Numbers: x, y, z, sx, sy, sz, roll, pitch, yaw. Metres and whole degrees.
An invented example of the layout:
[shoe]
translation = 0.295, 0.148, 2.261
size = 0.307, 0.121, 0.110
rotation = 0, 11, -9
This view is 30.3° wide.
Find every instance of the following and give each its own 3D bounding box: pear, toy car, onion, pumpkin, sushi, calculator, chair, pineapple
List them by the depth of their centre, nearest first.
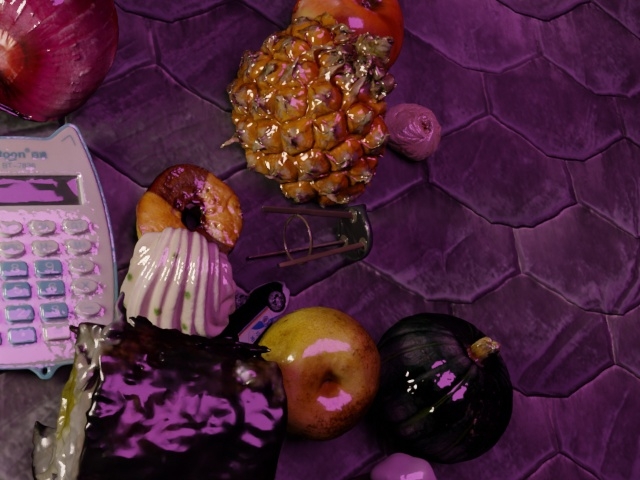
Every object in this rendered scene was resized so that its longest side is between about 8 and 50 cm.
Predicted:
[sushi]
translation = -0.203, 0.246, 1.537
size = 0.294, 0.299, 0.281
rotation = 16, 69, -19
[calculator]
translation = -0.421, 0.014, 1.694
size = 0.256, 0.054, 0.386
rotation = -2, 68, -30
[onion]
translation = -0.419, -0.329, 1.750
size = 0.256, 0.230, 0.272
rotation = 11, 42, -31
[pear]
translation = -0.011, 0.194, 1.753
size = 0.197, 0.197, 0.197
rotation = 13, 60, -23
[toy car]
translation = -0.119, 0.131, 1.778
size = 0.205, 0.095, 0.056
rotation = -43, 114, -38
[pumpkin]
translation = 0.196, 0.218, 1.835
size = 0.250, 0.216, 0.250
rotation = 37, 25, -20
[pineapple]
translation = -0.025, -0.236, 1.897
size = 0.209, 0.286, 0.344
rotation = -19, 75, -35
[chair]
translation = -0.001, -0.001, 1.898
size = 0.221, 0.104, 0.095
rotation = -10, 45, -37

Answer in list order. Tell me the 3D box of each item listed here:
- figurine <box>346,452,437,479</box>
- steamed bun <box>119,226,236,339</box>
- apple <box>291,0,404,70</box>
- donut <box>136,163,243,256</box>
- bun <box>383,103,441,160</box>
[figurine]
translation = 0.080, 0.498, 1.639
size = 0.206, 0.218, 0.365
rotation = 38, 50, -46
[steamed bun]
translation = -0.206, 0.074, 1.695
size = 0.183, 0.183, 0.106
rotation = 41, 23, -5
[apple]
translation = 0.050, -0.376, 2.085
size = 0.209, 0.164, 0.209
rotation = 14, 57, -23
[donut]
translation = -0.208, -0.025, 1.819
size = 0.166, 0.073, 0.184
rotation = 25, 56, -15
[bun]
translation = 0.166, -0.201, 2.119
size = 0.115, 0.069, 0.115
rotation = 13, 59, -23
